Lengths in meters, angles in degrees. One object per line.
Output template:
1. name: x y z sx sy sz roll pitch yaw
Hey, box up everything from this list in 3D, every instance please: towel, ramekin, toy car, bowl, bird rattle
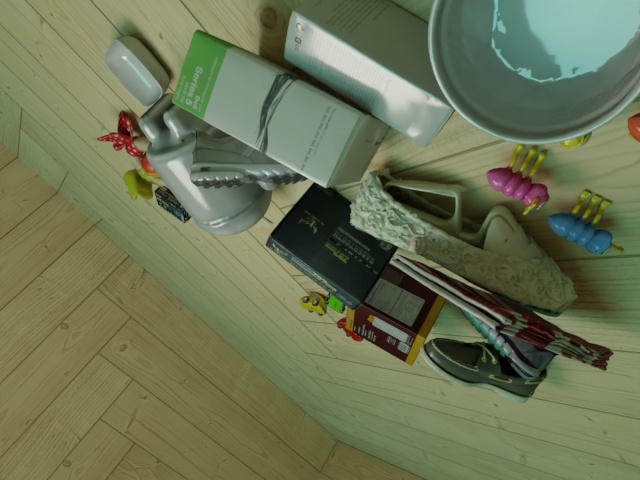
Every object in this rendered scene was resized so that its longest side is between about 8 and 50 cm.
1. towel: 0.297 0.111 0.729 0.329 0.037 0.237 22 -173 -34
2. ramekin: 0.223 -0.211 0.435 0.207 0.109 0.207 28 142 24
3. toy car: 0.050 0.202 1.357 0.239 0.053 0.225 31 152 10
4. bowl: -0.399 -0.377 0.984 0.142 0.053 0.142 -5 131 52
5. bird rattle: -0.497 -0.241 1.285 0.207 0.143 0.253 14 134 16

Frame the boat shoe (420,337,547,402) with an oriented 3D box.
1. boat shoe: 0.360 0.267 0.974 0.305 0.109 0.091 22 119 -18

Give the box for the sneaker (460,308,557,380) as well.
1. sneaker: 0.385 0.175 0.926 0.224 0.098 0.083 50 180 23

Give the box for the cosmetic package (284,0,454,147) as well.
1. cosmetic package: 0.081 -0.236 0.580 0.231 0.117 0.085 36 153 5

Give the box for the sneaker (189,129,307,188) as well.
1. sneaker: -0.101 -0.166 0.822 0.281 0.115 0.105 -5 177 -10

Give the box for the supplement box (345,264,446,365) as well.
1. supplement box: 0.178 0.176 1.085 0.194 0.129 0.191 27 151 18

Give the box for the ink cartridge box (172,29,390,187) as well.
1. ink cartridge box: -0.050 -0.196 0.688 0.273 0.198 0.115 31 109 12

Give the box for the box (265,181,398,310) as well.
1. box: 0.031 0.005 0.936 0.232 0.183 0.059 37 153 2

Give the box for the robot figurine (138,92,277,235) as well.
1. robot figurine: -0.235 -0.153 0.980 0.300 0.200 0.353 2 137 32

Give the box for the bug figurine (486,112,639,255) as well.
1. bug figurine: 0.333 -0.085 0.567 0.216 0.072 0.279 28 152 16

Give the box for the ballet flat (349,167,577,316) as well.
1. ballet flat: 0.233 -0.014 0.744 0.409 0.147 0.147 25 150 20

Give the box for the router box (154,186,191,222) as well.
1. router box: -0.499 -0.123 1.506 0.122 0.038 0.092 33 152 7
